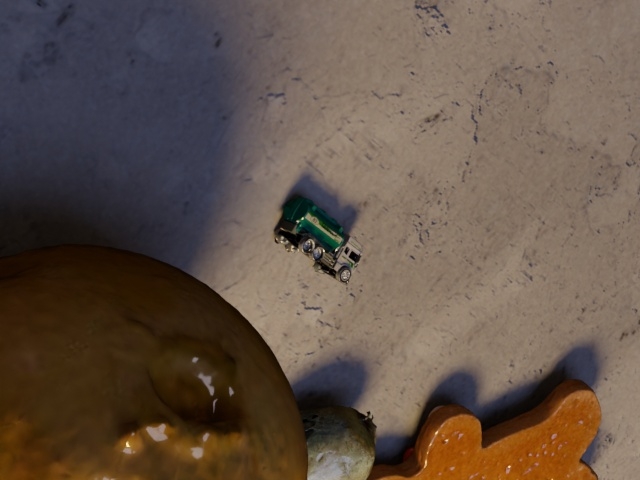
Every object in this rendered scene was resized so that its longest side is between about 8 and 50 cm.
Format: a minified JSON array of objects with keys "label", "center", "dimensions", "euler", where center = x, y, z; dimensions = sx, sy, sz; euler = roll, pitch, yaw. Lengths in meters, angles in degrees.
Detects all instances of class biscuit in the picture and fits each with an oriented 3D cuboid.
[{"label":"biscuit","center":[0.134,0.238,1.517],"dimensions":[0.324,0.049,0.205],"euler":[-18,124,-24]}]

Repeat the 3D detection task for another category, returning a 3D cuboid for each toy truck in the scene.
[{"label":"toy truck","center":[0.000,0.000,1.295],"dimensions":[0.083,0.039,0.044],"euler":[38,79,-40]}]

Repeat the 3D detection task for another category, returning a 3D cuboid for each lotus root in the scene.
[{"label":"lotus root","center":[-0.022,0.200,1.375],"dimensions":[0.165,0.088,0.088],"euler":[-26,129,-5]}]

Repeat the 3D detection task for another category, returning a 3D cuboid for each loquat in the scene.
[{"label":"loquat","center":[-0.170,0.160,1.093],"dimensions":[0.328,0.328,0.329],"euler":[-16,124,-25]}]
